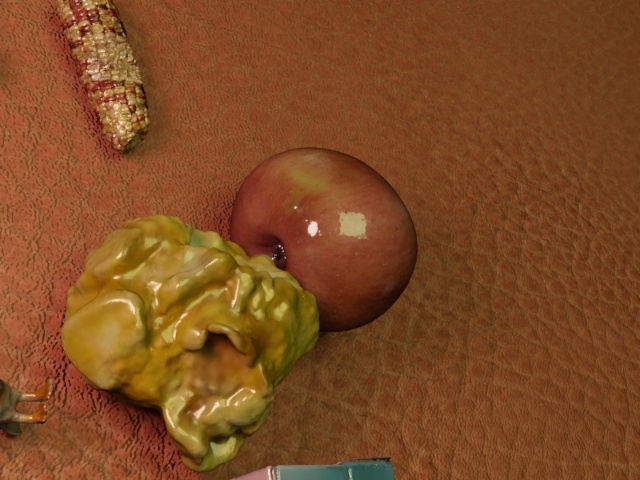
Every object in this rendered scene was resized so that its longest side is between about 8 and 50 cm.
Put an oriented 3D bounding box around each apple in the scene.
[{"bbox_3d":[0.000,0.000,1.653,0.235,0.306,0.305,-20,81,-47],"label":"apple"}]

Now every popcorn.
[{"bbox_3d":[-0.194,0.127,1.474,0.334,0.292,0.293,34,11,1],"label":"popcorn"}]

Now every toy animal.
[{"bbox_3d":[-0.414,0.180,1.299,0.160,0.197,0.272,23,50,-32],"label":"toy animal"}]

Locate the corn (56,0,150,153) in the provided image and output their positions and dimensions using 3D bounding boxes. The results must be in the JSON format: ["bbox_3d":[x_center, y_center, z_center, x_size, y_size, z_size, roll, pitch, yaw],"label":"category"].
[{"bbox_3d":[-0.342,-0.278,1.657,0.098,0.098,0.290,-10,75,-42],"label":"corn"}]

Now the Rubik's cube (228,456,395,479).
[{"bbox_3d":[-0.030,0.436,1.437,0.231,0.221,0.224,7,64,-36],"label":"Rubik's cube"}]
